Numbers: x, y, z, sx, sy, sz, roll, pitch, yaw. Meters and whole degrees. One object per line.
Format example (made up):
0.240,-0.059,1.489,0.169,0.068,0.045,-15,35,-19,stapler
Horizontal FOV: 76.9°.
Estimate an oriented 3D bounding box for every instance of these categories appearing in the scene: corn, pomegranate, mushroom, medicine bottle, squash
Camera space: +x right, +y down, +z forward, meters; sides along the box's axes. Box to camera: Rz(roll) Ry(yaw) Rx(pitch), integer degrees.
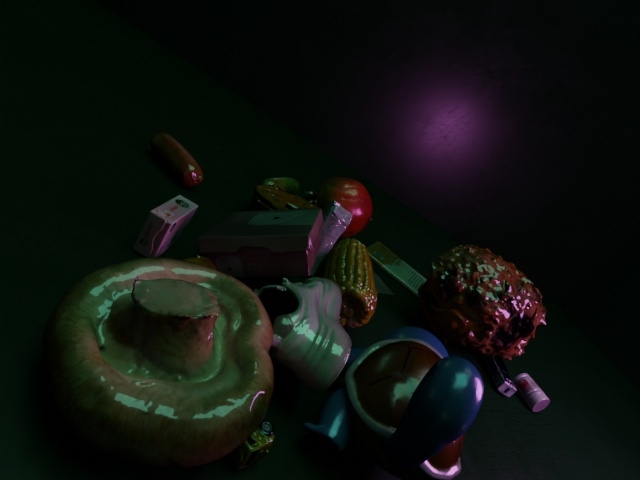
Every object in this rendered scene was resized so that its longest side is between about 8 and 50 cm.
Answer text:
0.070,0.091,0.991,0.131,0.131,0.344,33,19,-5,corn
0.058,-0.111,1.357,0.236,0.209,0.210,7,23,-2,pomegranate
-0.174,0.124,0.483,0.279,0.145,0.278,17,29,-10,mushroom
0.598,0.433,1.151,0.058,0.058,0.091,23,23,-30,medicine bottle
-0.136,-0.186,1.401,0.069,0.069,0.239,40,20,13,squash

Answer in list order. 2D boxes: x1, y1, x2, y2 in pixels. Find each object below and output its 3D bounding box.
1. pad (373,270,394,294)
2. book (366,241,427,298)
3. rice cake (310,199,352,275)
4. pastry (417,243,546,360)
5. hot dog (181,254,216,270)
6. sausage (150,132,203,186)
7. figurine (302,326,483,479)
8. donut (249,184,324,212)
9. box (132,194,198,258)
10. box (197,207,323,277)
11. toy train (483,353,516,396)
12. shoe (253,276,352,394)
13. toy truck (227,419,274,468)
0.150,0.104,1.276,0.113,0.006,0.187,15,28,-45,pad
0.296,0.112,1.468,0.296,0.020,0.208,40,20,14,book
0.000,0.000,1.010,0.069,0.206,0.063,30,6,-24,rice cake
0.477,0.184,1.191,0.338,0.292,0.405,36,16,22,pastry
-0.160,0.125,0.643,0.083,0.068,0.289,2,38,-45,hot dog
-0.379,-0.213,1.065,0.197,0.076,0.076,45,22,24,sausage
0.117,0.255,0.625,0.298,0.242,0.416,29,-2,10,figurine
-0.084,-0.057,1.145,0.272,0.107,0.272,28,16,-9,donut
-0.288,-0.027,0.756,0.043,0.089,0.125,32,18,-7,box
-0.109,0.001,0.834,0.216,0.085,0.215,-2,17,7,box
0.516,0.372,1.179,0.043,0.047,0.207,35,19,-2,toy train
-0.049,0.122,0.696,0.159,0.124,0.316,31,8,-15,shoe
-0.099,0.237,0.504,0.083,0.049,0.054,44,23,27,toy truck
